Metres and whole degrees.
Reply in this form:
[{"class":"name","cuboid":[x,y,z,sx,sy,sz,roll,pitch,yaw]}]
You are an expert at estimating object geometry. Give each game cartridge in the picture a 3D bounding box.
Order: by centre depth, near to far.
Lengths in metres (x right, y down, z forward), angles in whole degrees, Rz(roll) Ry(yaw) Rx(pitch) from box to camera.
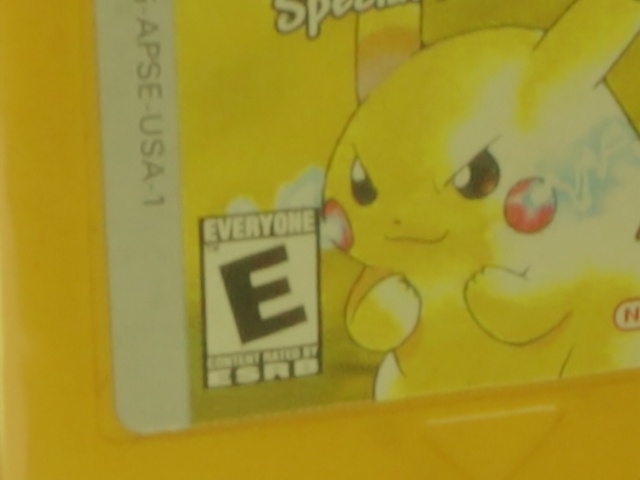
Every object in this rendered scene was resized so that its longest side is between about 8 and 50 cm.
[{"class":"game cartridge","cuboid":[0.040,-0.079,0.417,0.285,0.052,0.324,-5,108,-18]}]
